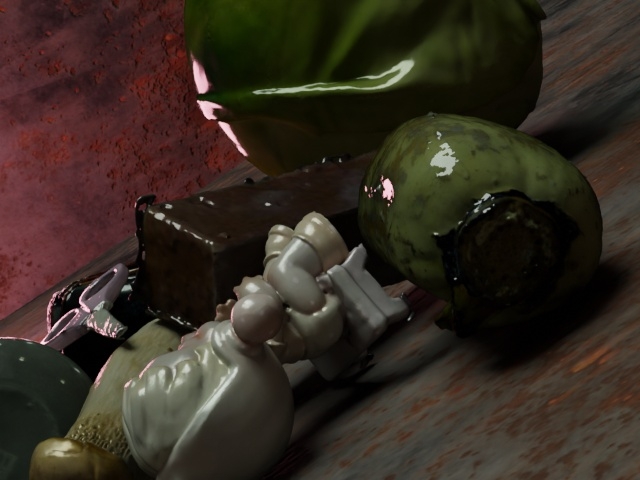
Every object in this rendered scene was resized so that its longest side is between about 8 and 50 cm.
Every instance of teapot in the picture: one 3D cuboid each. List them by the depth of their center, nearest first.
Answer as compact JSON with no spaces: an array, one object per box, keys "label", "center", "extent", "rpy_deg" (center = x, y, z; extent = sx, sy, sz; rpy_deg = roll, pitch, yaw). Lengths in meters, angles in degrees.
[{"label":"teapot","center":[-0.272,0.181,1.607],"extent":[0.183,0.183,0.251],"rpy_deg":[-32,-4,-5]}]

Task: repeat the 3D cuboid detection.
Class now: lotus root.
[{"label":"lotus root","center":[0.107,-0.018,1.348],"extent":[0.173,0.173,0.309],"rpy_deg":[-33,10,-7]}]

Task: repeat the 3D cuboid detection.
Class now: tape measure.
[{"label":"tape measure","center":[-0.154,0.082,1.746],"extent":[0.223,0.135,0.202],"rpy_deg":[-11,1,-16]}]

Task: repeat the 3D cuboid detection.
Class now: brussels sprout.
[{"label":"brussels sprout","center":[0.038,-0.213,1.895],"extent":[0.361,0.425,0.342],"rpy_deg":[-5,49,-9]}]

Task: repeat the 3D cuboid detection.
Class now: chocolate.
[{"label":"chocolate","center":[0.000,0.000,1.532],"extent":[0.321,0.112,0.112],"rpy_deg":[-14,25,-32]}]

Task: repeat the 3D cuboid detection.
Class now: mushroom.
[{"label":"mushroom","center":[-0.142,0.142,1.482],"extent":[0.095,0.122,0.351],"rpy_deg":[-7,15,19]}]

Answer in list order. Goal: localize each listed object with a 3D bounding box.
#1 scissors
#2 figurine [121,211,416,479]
[{"label":"scissors","center":[-0.191,0.069,1.551],"extent":[0.110,0.021,0.212],"rpy_deg":[-48,18,-9]},{"label":"figurine","center":[-0.056,0.109,1.355],"extent":[0.257,0.144,0.182],"rpy_deg":[-42,15,-30]}]
